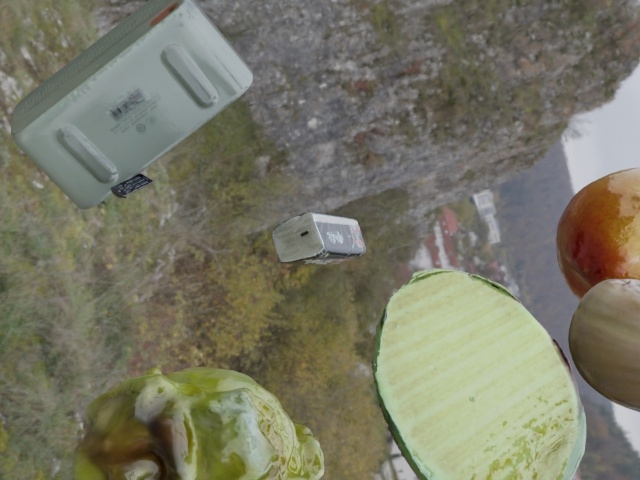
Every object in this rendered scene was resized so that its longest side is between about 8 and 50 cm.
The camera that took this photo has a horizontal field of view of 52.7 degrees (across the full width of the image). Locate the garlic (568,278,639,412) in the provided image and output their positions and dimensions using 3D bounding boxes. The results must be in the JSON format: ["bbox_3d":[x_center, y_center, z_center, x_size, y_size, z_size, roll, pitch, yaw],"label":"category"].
[{"bbox_3d":[0.239,0.076,0.398,0.174,0.124,0.099,30,29,1],"label":"garlic"}]

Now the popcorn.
[{"bbox_3d":[-0.161,0.307,0.830,0.312,0.312,0.312,-16,90,-74],"label":"popcorn"}]

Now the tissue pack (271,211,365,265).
[{"bbox_3d":[-0.001,0.000,1.207,0.170,0.103,0.090,7,68,-59],"label":"tissue pack"}]

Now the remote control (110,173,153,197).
[{"bbox_3d":[-0.325,-0.092,1.117,0.034,0.016,0.091,31,28,7],"label":"remote control"}]

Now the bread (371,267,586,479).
[{"bbox_3d":[0.178,0.165,0.734,0.301,0.045,0.301,17,53,-23],"label":"bread"}]

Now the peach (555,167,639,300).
[{"bbox_3d":[0.570,0.001,1.188,0.289,0.308,0.289,-173,-90,-75],"label":"peach"}]

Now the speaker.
[{"bbox_3d":[-0.340,-0.257,1.156,0.184,0.406,0.183,51,4,-39],"label":"speaker"}]
